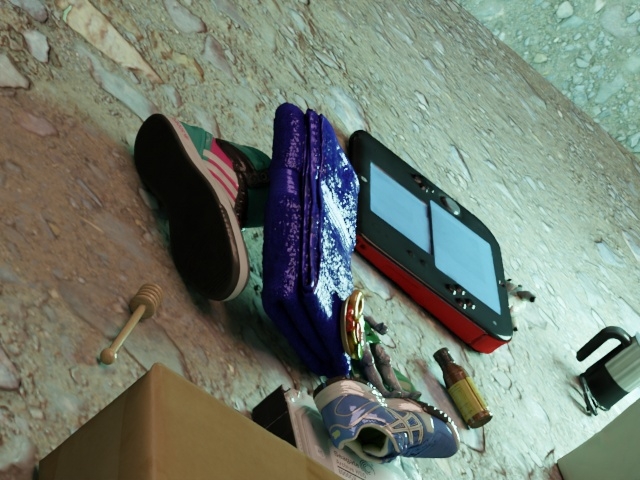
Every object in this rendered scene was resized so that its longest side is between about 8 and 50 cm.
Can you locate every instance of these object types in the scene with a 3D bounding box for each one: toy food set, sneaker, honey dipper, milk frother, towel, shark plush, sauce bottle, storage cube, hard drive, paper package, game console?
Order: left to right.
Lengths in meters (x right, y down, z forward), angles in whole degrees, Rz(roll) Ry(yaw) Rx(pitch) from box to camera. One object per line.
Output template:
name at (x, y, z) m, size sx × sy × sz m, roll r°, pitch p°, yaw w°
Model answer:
honey dipper at (-0.208, 0.094, 1.591) m, size 0.030 × 0.030 × 0.161 m, roll 44°, pitch 25°, yaw -10°
paper package at (-0.089, 0.320, 1.258) m, size 0.309 × 0.168 × 0.325 m, roll 37°, pitch 24°, yaw -30°
sneaker at (-0.115, -0.033, 1.856) m, size 0.178 × 0.124 × 0.296 m, roll 12°, pitch 40°, yaw -42°
towel at (0.000, 0.000, 1.873) m, size 0.228 × 0.076 × 0.308 m, roll 55°, pitch 31°, yaw -50°
toy food set at (0.043, 0.109, 1.828) m, size 0.083 × 0.020 × 0.083 m, roll -64°, pitch 148°, yaw -64°
hard drive at (0.049, 0.337, 1.622) m, size 0.237 × 0.064 × 0.339 m, roll 33°, pitch 26°, yaw -34°
sneaker at (0.079, 0.227, 1.688) m, size 0.211 × 0.080 × 0.081 m, roll 21°, pitch 40°, yaw -33°
game console at (0.179, -0.004, 2.421) m, size 0.342 × 0.060 × 0.387 m, roll 41°, pitch 23°, yaw -19°
sauce bottle at (0.207, 0.216, 2.136) m, size 0.042 × 0.042 × 0.128 m, roll 16°, pitch 40°, yaw -53°
shark plush at (0.326, 0.085, 2.543) m, size 0.067 × 0.073 × 0.161 m, roll 22°, pitch 32°, yaw -15°
milk frother at (0.526, 0.239, 2.562) m, size 0.129 × 0.134 × 0.143 m, roll 37°, pitch 25°, yaw -24°
storage cube at (0.513, 0.390, 2.227) m, size 0.193 × 0.183 × 0.215 m, roll 32°, pitch 28°, yaw -34°

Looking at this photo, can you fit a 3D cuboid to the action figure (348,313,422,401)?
action figure at (0.051, 0.130, 1.970) m, size 0.137 × 0.063 × 0.232 m, roll 10°, pitch 40°, yaw -52°
